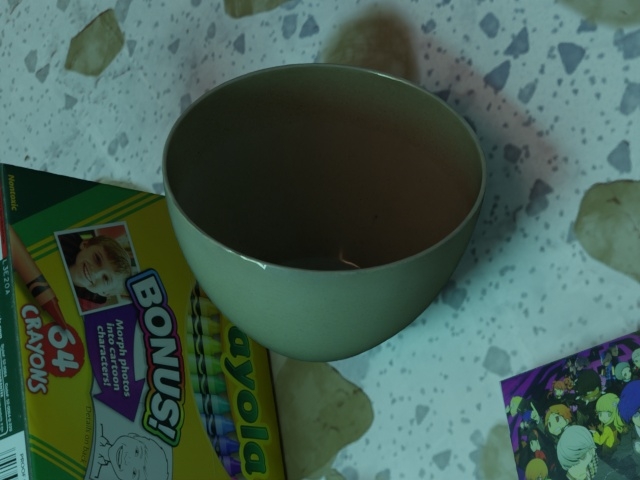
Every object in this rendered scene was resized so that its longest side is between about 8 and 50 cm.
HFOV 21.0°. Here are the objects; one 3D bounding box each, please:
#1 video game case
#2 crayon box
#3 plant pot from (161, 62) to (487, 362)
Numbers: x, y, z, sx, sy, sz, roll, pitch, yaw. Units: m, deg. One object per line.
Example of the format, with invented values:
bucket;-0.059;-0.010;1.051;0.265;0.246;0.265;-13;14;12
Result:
video game case;0.266;0.182;1.417;0.232;0.042;0.210;-24;65;36
crayon box;-0.188;0.131;1.646;0.106;0.313;0.363;-24;67;40
plant pot;0.000;0.000;1.568;0.284;0.284;0.191;46;147;37
